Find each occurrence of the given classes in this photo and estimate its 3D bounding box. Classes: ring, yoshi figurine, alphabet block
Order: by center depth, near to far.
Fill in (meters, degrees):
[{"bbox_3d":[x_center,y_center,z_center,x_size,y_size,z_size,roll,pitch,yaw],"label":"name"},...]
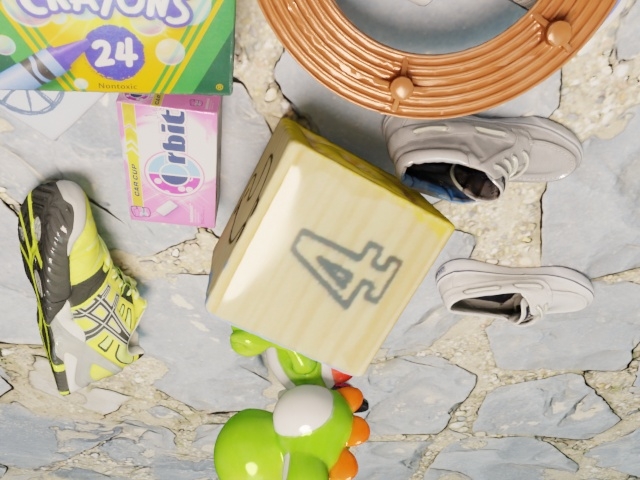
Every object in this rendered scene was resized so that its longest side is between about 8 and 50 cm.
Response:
[{"bbox_3d":[0.099,-0.263,0.459,0.336,0.032,0.337,2,115,4],"label":"ring"},{"bbox_3d":[0.000,0.000,0.646,0.193,0.192,0.197,25,104,-16],"label":"alphabet block"},{"bbox_3d":[-0.058,0.190,0.775,0.203,0.362,0.203,24,131,-25],"label":"yoshi figurine"}]

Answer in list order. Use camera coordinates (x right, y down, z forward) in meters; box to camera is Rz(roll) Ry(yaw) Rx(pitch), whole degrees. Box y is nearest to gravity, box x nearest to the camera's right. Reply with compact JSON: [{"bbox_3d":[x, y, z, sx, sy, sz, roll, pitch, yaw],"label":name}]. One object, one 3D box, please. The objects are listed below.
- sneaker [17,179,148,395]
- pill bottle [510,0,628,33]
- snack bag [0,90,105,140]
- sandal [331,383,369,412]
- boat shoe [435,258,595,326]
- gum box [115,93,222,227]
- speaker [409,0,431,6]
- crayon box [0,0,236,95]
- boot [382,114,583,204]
[{"bbox_3d":[-0.339,0.065,0.831,0.147,0.145,0.385,-16,141,-31],"label":"sneaker"},{"bbox_3d":[0.212,-0.251,0.527,0.137,0.078,0.078,19,133,-19],"label":"pill bottle"},{"bbox_3d":[-0.308,-0.264,0.511,0.323,0.037,0.342,-31,136,29],"label":"snack bag"},{"bbox_3d":[0.041,0.312,1.143,0.067,0.040,0.179,-17,149,23],"label":"sandal"},{"bbox_3d":[0.306,0.094,0.882,0.258,0.084,0.095,4,136,-5],"label":"boat shoe"},{"bbox_3d":[-0.176,-0.098,0.688,0.107,0.062,0.188,5,136,-6],"label":"gum box"},{"bbox_3d":[0.048,-0.268,0.523,0.136,0.055,0.055,17,133,-17],"label":"speaker"},{"bbox_3d":[-0.164,-0.271,0.425,0.203,0.083,0.323,-3,134,-14],"label":"crayon box"},{"bbox_3d":[0.199,-0.084,0.666,0.258,0.123,0.095,7,136,-9],"label":"boot"}]
